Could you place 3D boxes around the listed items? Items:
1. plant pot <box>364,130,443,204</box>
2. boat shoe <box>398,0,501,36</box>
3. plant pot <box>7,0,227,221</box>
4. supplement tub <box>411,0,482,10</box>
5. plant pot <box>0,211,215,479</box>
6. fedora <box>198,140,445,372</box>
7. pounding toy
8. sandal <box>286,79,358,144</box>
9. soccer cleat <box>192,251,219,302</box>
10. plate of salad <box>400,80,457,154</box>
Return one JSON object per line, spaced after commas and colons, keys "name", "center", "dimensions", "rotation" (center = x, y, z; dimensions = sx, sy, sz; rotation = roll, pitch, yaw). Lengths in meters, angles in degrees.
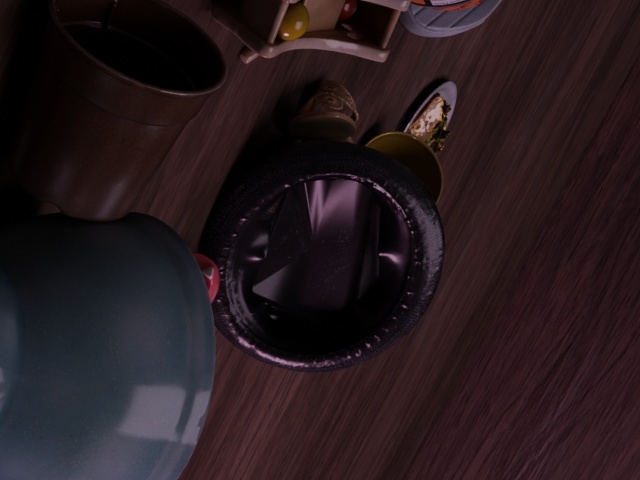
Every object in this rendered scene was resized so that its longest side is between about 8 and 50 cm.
{"name": "plant pot", "center": [0.099, -0.081, 2.366], "dimensions": [0.134, 0.134, 0.095], "rotation": [-52, -174, -21]}
{"name": "boat shoe", "center": [0.192, -0.346, 2.194], "dimensions": [0.302, 0.109, 0.094], "rotation": [-34, -167, -38]}
{"name": "plant pot", "center": [-0.190, -0.116, 1.446], "dimensions": [0.167, 0.167, 0.165], "rotation": [-30, 154, -57]}
{"name": "supplement tub", "center": [0.120, -0.374, 1.791], "dimensions": [0.193, 0.193, 0.316], "rotation": [-58, 163, -2]}
{"name": "plant pot", "center": [-0.263, 0.106, 1.469], "dimensions": [0.196, 0.293, 0.293], "rotation": [10, 113, -43]}
{"name": "fedora", "center": [0.000, 0.000, 2.075], "dimensions": [0.152, 0.334, 0.334], "rotation": [-90, -161, -60]}
{"name": "pounding toy", "center": [-0.008, -0.225, 1.753], "dimensions": [0.269, 0.154, 0.155], "rotation": [-26, 144, -59]}
{"name": "sandal", "center": [0.007, -0.163, 2.075], "dimensions": [0.240, 0.088, 0.079], "rotation": [65, 26, -77]}
{"name": "soccer cleat", "center": [-0.200, 0.123, 1.944], "dimensions": [0.248, 0.083, 0.095], "rotation": [-56, 167, -16]}
{"name": "plate of salad", "center": [0.164, -0.154, 2.525], "dimensions": [0.200, 0.048, 0.200], "rotation": [-51, 161, -25]}
